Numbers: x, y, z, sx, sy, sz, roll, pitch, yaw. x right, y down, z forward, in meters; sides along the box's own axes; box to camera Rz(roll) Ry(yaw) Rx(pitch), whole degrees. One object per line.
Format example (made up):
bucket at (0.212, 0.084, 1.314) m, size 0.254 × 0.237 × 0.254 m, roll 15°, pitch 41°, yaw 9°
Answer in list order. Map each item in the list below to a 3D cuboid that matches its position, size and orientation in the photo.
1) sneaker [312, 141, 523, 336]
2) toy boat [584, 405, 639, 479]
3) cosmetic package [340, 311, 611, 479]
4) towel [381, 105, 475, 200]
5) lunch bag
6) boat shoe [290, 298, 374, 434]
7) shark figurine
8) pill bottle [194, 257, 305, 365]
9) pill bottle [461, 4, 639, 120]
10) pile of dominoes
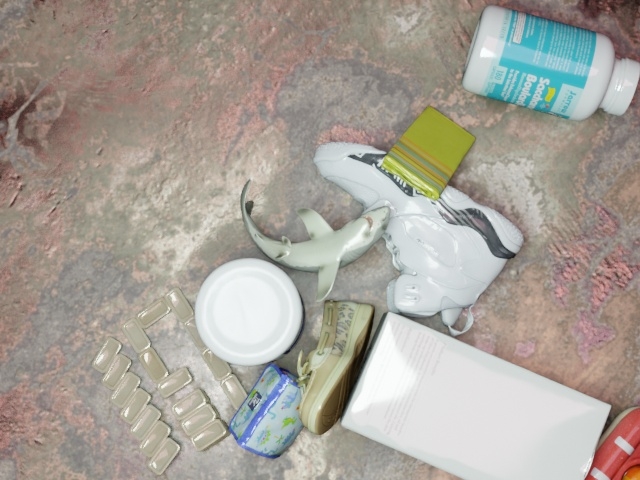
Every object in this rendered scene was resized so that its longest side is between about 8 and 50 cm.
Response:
sneaker at (0.123, -0.004, 1.485) m, size 0.366 × 0.137 × 0.210 m, roll 27°, pitch 83°, yaw 1°
toy boat at (0.491, 0.377, 1.416) m, size 0.151 × 0.151 × 0.231 m, roll 40°, pitch 86°, yaw -18°
cosmetic package at (0.233, 0.267, 1.445) m, size 0.365 × 0.155 × 0.197 m, roll 24°, pitch 86°, yaw 3°
towel at (0.175, -0.142, 1.475) m, size 0.102 × 0.237 × 0.021 m, roll 37°, pitch 126°, yaw 2°
lunch bag at (-0.074, 0.267, 1.451) m, size 0.096 × 0.151 × 0.129 m, roll 33°, pitch 86°, yaw 12°
boat shoe at (0.010, 0.188, 1.423) m, size 0.089 × 0.285 × 0.104 m, roll 15°, pitch 120°, yaw 10°
shark figurine at (-0.025, 0.012, 1.463) m, size 0.278 × 0.116 × 0.166 m, roll 11°, pitch 80°, yaw 28°
pill bottle at (-0.099, 0.114, 1.414) m, size 0.153 × 0.265 × 0.153 m, roll 0°, pitch 83°, yaw 1°
pill bottle at (0.372, -0.280, 1.505) m, size 0.264 × 0.146 × 0.146 m, roll 16°, pitch 84°, yaw 4°
pile of dominoes at (-0.247, 0.233, 1.531) m, size 0.196 × 0.040 × 0.251 m, roll -34°, pitch 76°, yaw -2°
